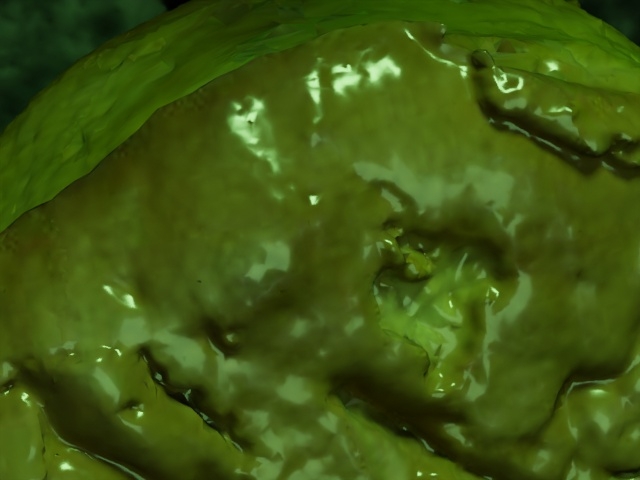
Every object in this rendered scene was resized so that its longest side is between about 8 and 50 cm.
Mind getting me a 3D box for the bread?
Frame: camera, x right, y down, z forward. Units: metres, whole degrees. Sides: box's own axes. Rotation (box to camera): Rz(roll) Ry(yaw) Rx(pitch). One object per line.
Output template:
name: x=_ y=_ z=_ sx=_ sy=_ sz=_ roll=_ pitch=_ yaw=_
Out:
bread: x=0.005 y=0.000 z=0.472 sx=0.261 sy=0.160 sz=0.147 roll=-19 pitch=118 yaw=-4
